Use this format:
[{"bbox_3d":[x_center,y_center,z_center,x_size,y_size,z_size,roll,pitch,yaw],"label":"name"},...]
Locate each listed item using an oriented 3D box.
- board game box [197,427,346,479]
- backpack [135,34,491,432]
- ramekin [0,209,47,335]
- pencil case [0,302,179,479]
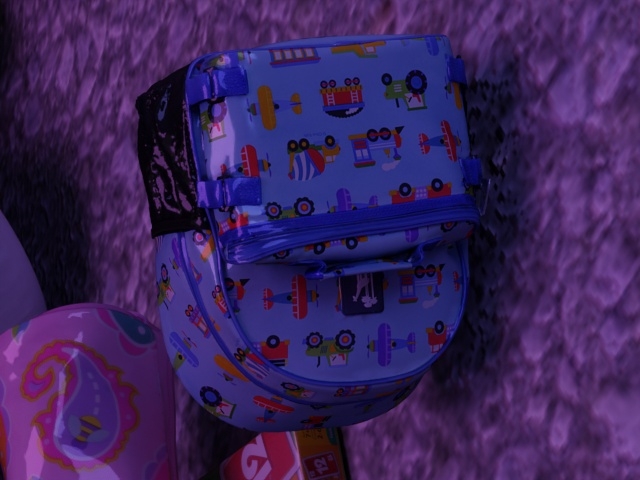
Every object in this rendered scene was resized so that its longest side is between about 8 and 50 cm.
[{"bbox_3d":[-0.053,0.198,1.087,0.259,0.039,0.124,-44,51,54],"label":"board game box"},{"bbox_3d":[0.000,0.000,0.879,0.117,0.158,0.173,160,106,-65],"label":"backpack"},{"bbox_3d":[-0.307,0.025,1.346,0.273,0.127,0.273,40,151,28],"label":"ramekin"},{"bbox_3d":[-0.116,0.180,1.052,0.124,0.124,0.284,-45,51,50],"label":"pencil case"}]
